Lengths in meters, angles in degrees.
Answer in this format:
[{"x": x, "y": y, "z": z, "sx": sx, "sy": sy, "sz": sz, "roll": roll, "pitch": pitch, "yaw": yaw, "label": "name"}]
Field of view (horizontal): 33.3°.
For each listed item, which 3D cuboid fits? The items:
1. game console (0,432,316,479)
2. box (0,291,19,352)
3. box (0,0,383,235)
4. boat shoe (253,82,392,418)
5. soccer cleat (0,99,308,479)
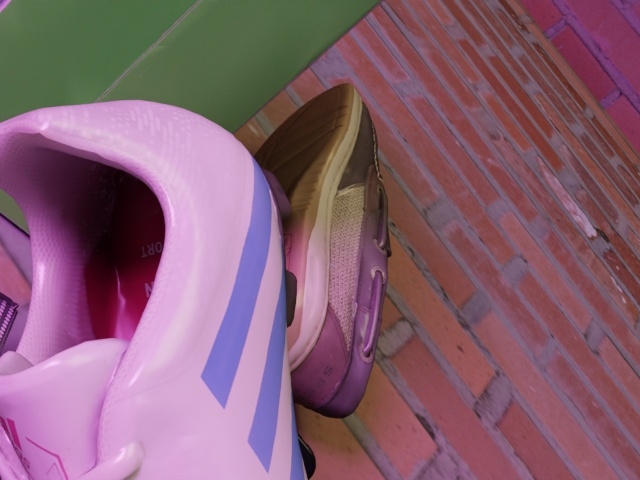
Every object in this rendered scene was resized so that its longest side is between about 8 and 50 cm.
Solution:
[{"x": -0.075, "y": 0.096, "z": 0.481, "sx": 0.122, "sy": 0.107, "sz": 0.071, "roll": 50, "pitch": -3, "yaw": -3, "label": "game console"}, {"x": -0.210, "y": 0.029, "z": 0.294, "sx": 0.216, "sy": 0.060, "sz": 0.270, "roll": 42, "pitch": 15, "yaw": -17, "label": "box"}, {"x": -0.075, "y": -0.153, "z": 0.590, "sx": 0.127, "sy": 0.262, "sz": 0.231, "roll": 42, "pitch": 26, "yaw": -20, "label": "box"}, {"x": 0.000, "y": 0.000, "z": 0.705, "sx": 0.092, "sy": 0.103, "sz": 0.285, "roll": 45, "pitch": 29, "yaw": -24, "label": "boat shoe"}, {"x": -0.059, "y": 0.104, "z": 0.391, "sx": 0.143, "sy": 0.116, "sz": 0.331, "roll": 9, "pitch": 64, "yaw": -57, "label": "soccer cleat"}]
